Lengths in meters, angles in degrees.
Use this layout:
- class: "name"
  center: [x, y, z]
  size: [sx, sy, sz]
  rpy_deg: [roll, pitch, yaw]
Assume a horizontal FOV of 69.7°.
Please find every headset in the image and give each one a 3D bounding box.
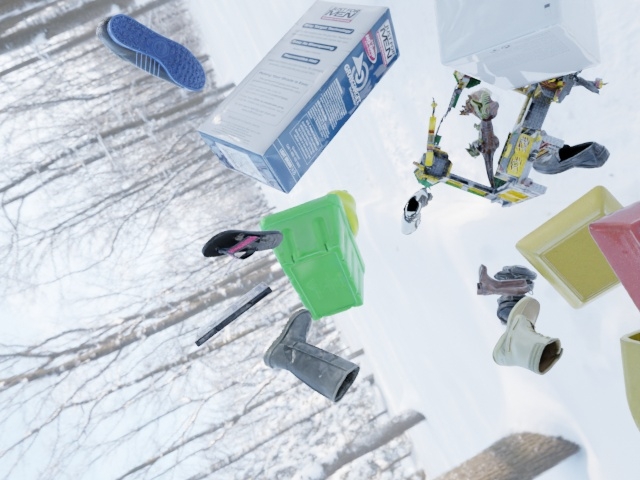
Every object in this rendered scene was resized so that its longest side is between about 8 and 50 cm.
- class: "headset"
  center: [0.732, 0.197, 1.782]
  size: [0.394, 0.185, 0.243]
  rpy_deg: [64, -142, -70]

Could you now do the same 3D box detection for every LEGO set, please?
- class: "LEGO set"
  center: [0.321, -0.216, 0.821]
  size: [0.255, 0.331, 0.192]
  rpy_deg: [30, 178, 3]

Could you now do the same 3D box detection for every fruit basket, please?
- class: "fruit basket"
  center: [0.000, 0.000, 1.405]
  size: [0.392, 0.283, 0.392]
  rpy_deg: [-19, -90, -85]

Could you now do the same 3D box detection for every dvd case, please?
- class: "dvd case"
  center: [-0.256, 0.209, 1.343]
  size: [0.022, 0.253, 0.180]
  rpy_deg: [55, 169, -7]

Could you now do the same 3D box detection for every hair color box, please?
- class: "hair color box"
  center: [-0.030, -0.260, 0.802]
  size: [0.174, 0.347, 0.105]
  rpy_deg: [27, 162, 34]

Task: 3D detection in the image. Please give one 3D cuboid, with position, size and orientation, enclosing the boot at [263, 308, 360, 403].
- class: "boot"
  center: [-0.004, 0.254, 1.047]
  size: [0.208, 0.190, 0.076]
  rpy_deg: [8, 138, 36]

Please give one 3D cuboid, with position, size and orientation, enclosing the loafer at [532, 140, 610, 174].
- class: "loafer"
  center: [0.680, -0.234, 1.274]
  size: [0.078, 0.076, 0.223]
  rpy_deg: [41, 166, -19]

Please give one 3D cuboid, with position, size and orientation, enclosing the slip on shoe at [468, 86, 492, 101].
- class: "slip on shoe"
  center: [0.583, -0.528, 1.686]
  size: [0.051, 0.041, 0.135]
  rpy_deg: [32, -175, -16]

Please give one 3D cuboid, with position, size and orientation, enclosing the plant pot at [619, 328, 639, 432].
- class: "plant pot"
  center: [0.257, 0.105, 0.303]
  size: [0.081, 0.081, 0.083]
  rpy_deg: [8, 101, 56]

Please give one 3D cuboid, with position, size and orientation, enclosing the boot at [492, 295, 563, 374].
- class: "boot"
  center: [0.561, 0.245, 1.202]
  size: [0.077, 0.213, 0.165]
  rpy_deg: [38, 165, -13]

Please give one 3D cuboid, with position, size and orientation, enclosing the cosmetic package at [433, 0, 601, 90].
- class: "cosmetic package"
  center: [0.245, -0.329, 0.573]
  size: [0.138, 0.224, 0.224]
  rpy_deg: [-5, 92, 42]

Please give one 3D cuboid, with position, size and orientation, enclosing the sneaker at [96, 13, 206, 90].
- class: "sneaker"
  center: [-0.355, -0.394, 0.976]
  size: [0.090, 0.081, 0.232]
  rpy_deg: [15, 172, 41]

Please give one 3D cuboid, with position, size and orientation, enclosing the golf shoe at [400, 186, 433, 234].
- class: "golf shoe"
  center: [0.318, -0.099, 1.630]
  size: [0.077, 0.094, 0.198]
  rpy_deg: [40, 131, 29]

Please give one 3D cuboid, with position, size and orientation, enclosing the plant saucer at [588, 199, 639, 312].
- class: "plant saucer"
  center: [0.589, 0.036, 0.702]
  size: [0.048, 0.258, 0.259]
  rpy_deg: [110, 136, -72]

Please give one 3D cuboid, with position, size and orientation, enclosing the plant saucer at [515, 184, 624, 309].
- class: "plant saucer"
  center: [0.881, 0.048, 1.502]
  size: [0.333, 0.333, 0.081]
  rpy_deg: [45, -151, -4]

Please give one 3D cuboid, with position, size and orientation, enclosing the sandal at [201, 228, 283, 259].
- class: "sandal"
  center: [-0.149, 0.011, 0.927]
  size: [0.040, 0.179, 0.067]
  rpy_deg: [60, 139, 31]

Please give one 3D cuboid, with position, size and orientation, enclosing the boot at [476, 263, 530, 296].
- class: "boot"
  center: [0.418, 0.091, 1.047]
  size: [0.106, 0.114, 0.037]
  rpy_deg: [74, -158, -48]
